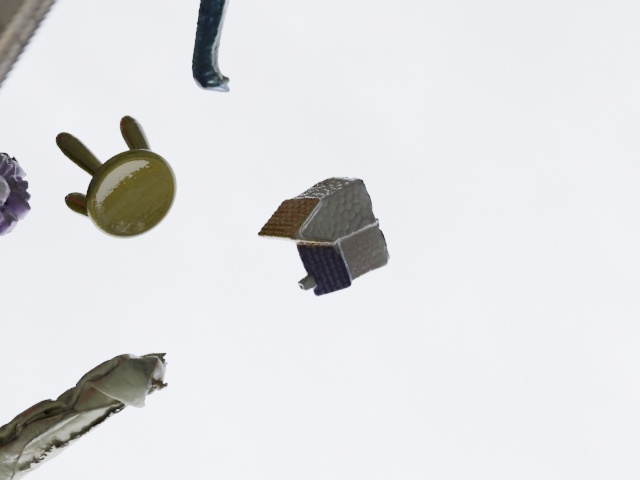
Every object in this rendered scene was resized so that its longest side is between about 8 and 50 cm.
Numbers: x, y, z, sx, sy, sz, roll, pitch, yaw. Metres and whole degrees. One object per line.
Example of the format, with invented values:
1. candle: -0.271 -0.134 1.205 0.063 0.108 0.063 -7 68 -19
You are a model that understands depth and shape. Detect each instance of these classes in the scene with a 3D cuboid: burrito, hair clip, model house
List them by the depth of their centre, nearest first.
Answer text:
1. burrito: -0.177 0.121 0.828 0.185 0.045 0.041 -33 -76 20
2. model house: 0.000 0.000 1.244 0.100 0.088 0.100 -29 -75 -26
3. hair clip: -0.383 -0.019 1.304 0.084 0.106 0.292 -26 -159 31

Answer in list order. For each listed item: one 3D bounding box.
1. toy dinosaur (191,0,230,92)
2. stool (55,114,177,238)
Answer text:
1. toy dinosaur: -0.077 -0.285 0.867 0.147 0.363 0.076 -33 -143 -22
2. stool: -0.237 -0.072 1.423 0.134 0.135 0.110 -53 -137 5
